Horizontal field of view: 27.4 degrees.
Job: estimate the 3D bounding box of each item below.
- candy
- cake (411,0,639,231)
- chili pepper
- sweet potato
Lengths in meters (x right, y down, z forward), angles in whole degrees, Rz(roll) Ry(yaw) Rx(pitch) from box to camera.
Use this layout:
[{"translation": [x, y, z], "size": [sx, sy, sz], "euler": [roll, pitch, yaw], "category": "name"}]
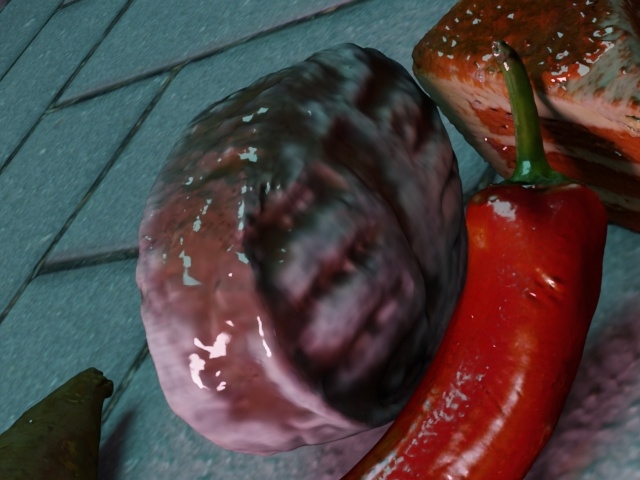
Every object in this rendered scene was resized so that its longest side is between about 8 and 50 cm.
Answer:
[{"translation": [0.000, 0.000, 0.847], "size": [0.157, 0.214, 0.289], "euler": [-20, 32, 36], "category": "candy"}, {"translation": [0.155, -0.065, 0.795], "size": [0.160, 0.158, 0.262], "euler": [-35, 29, 24], "category": "cake"}, {"translation": [0.064, 0.082, 0.718], "size": [0.368, 0.137, 0.092], "euler": [-61, 10, 0], "category": "chili pepper"}, {"translation": [-0.229, 0.214, 0.960], "size": [0.131, 0.131, 0.336], "euler": [-20, 36, 38], "category": "sweet potato"}]
